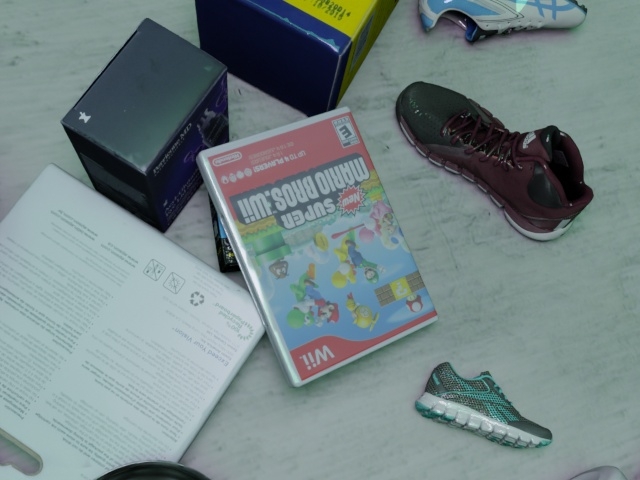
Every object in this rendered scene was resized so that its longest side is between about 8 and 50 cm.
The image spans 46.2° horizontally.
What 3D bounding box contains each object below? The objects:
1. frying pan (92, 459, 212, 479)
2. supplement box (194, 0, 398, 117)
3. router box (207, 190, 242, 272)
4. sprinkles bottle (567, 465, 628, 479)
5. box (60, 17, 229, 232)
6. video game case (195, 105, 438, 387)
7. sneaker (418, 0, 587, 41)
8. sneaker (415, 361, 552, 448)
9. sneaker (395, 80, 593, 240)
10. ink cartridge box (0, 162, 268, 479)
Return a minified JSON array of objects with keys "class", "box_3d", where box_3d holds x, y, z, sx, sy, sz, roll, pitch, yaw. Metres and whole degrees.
[{"class":"frying pan","box_3d":[-0.204,0.380,0.751,0.197,0.053,0.326,28,79,-11]},{"class":"supplement box","box_3d":[0.014,-0.368,0.957,0.194,0.195,0.356,29,74,2]},{"class":"router box","box_3d":[-0.044,-0.037,0.919,0.179,0.046,0.133,-6,74,-20]},{"class":"sprinkles bottle","box_3d":[0.375,0.427,0.809,0.121,0.121,0.355,-31,80,-13]},{"class":"box","box_3d":[-0.189,-0.122,0.860,0.108,0.207,0.153,32,74,3]},{"class":"video game case","box_3d":[0.000,0.000,0.879,0.204,0.025,0.285,-21,87,-24]},{"class":"sneaker","box_3d":[0.248,-0.312,1.032,0.237,0.085,0.086,5,100,-8]},{"class":"sneaker","box_3d":[0.200,0.194,0.889,0.166,0.065,0.076,21,69,-1]},{"class":"sneaker","box_3d":[0.225,-0.127,0.927,0.281,0.162,0.106,39,74,5]},{"class":"ink cartridge box","box_3d":[-0.273,0.130,0.855,0.324,0.071,0.330,33,77,3]}]
